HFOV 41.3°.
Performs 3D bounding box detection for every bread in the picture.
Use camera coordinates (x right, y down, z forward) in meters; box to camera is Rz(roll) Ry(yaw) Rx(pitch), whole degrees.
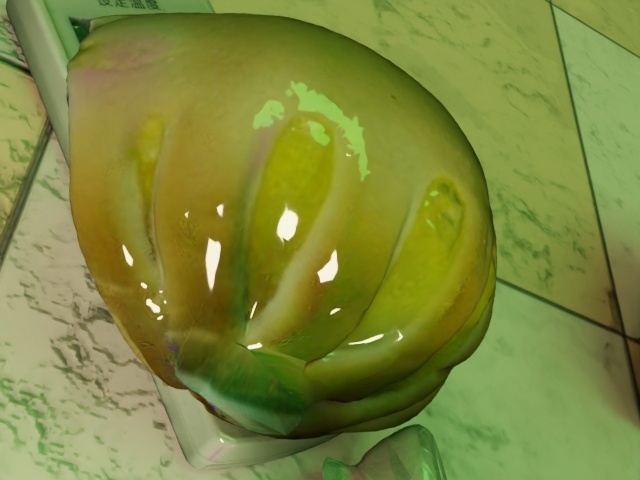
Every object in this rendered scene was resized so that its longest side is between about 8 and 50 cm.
[{"bbox_3d":[-0.006,-0.009,0.411,0.260,0.156,0.158,24,45,-20],"label":"bread"}]

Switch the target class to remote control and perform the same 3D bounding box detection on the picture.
[{"bbox_3d":[-0.076,-0.031,0.529,0.145,0.050,0.344,-9,63,-41],"label":"remote control"}]

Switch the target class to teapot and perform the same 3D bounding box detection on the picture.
[{"bbox_3d":[0.038,0.140,0.465,0.083,0.064,0.064,57,19,-62],"label":"teapot"}]

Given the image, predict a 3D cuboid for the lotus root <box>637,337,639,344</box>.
[{"bbox_3d":[0.414,0.041,0.666,0.316,0.316,0.250,34,36,-11],"label":"lotus root"}]
